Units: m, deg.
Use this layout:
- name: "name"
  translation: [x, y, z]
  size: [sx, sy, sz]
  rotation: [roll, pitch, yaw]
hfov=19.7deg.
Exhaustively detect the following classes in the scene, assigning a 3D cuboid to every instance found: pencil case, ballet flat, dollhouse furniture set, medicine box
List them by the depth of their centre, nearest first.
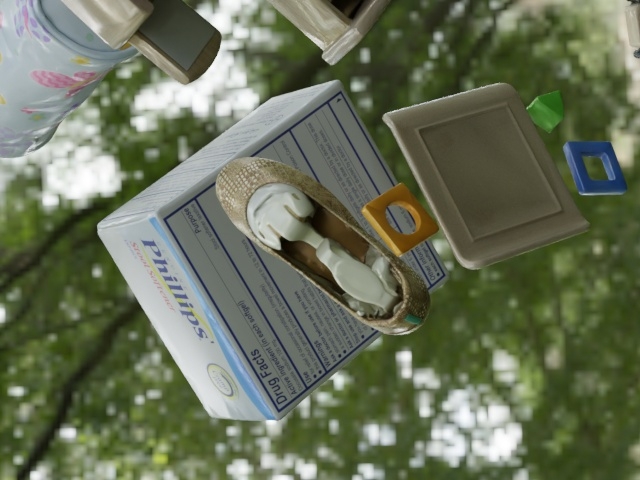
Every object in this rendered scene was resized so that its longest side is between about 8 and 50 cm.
- name: "dollhouse furniture set"
  translation: [0.020, -0.263, 1.216]
  size: [0.198, 0.303, 0.286]
  rotation: [39, -130, -10]
- name: "ballet flat"
  translation: [0.000, 0.000, 1.463]
  size: [0.073, 0.206, 0.067]
  rotation: [-57, -9, 5]
- name: "pencil case"
  translation: [-0.236, -0.163, 1.603]
  size: [0.273, 0.124, 0.114]
  rotation: [-32, 73, 59]
- name: "medicine box"
  translation: [-0.049, 0.012, 2.034]
  size: [0.289, 0.149, 0.263]
  rotation: [-38, -74, -29]

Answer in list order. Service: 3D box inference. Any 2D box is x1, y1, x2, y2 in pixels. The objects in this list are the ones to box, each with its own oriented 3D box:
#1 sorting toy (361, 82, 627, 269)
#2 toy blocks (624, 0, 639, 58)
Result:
- name: "sorting toy"
  translation: [0.169, -0.065, 1.948]
  size: [0.347, 0.047, 0.196]
  rotation: [-17, -109, -36]
- name: "toy blocks"
  translation: [0.491, -0.120, 1.769]
  size: [0.288, 0.260, 0.309]
  rotation: [-26, -68, -37]
